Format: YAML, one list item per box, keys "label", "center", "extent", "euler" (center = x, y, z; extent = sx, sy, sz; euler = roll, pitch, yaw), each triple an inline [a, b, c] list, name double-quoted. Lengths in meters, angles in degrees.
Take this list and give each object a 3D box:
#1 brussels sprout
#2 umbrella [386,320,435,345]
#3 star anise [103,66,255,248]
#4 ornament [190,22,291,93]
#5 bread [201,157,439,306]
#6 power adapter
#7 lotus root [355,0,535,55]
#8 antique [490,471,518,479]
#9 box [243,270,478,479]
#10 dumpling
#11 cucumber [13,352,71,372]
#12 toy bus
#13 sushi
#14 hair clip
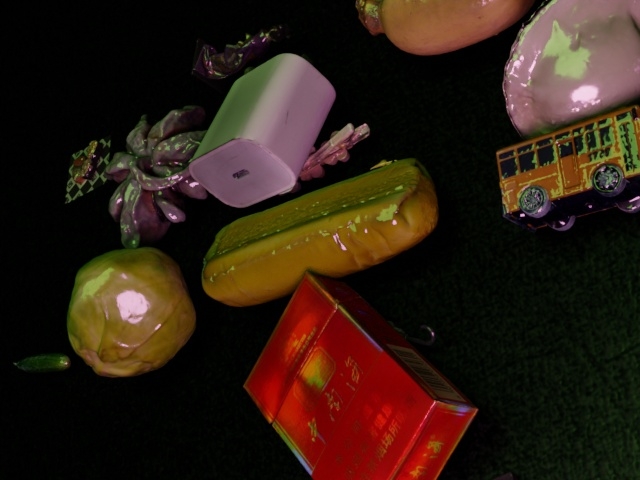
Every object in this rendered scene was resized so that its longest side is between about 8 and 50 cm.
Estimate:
- label: "brussels sprout"
  center: [-0.304, 0.113, 1.550]
  extent: [0.161, 0.223, 0.223]
  euler: [29, 88, 51]
- label: "umbrella"
  center: [0.056, 0.130, 1.358]
  extent: [0.269, 0.044, 0.044]
  euler: [1, 106, 48]
- label: "star anise"
  center: [-0.277, -0.146, 1.711]
  extent: [0.316, 0.139, 0.359]
  euler: [6, 72, 35]
- label: "ornament"
  center: [-0.125, -0.332, 1.725]
  extent: [0.203, 0.081, 0.088]
  euler: [-13, 61, 33]
- label: "bread"
  center: [0.000, 0.000, 1.412]
  extent: [0.384, 0.112, 0.166]
  euler: [-20, 27, 27]
- label: "power adapter"
  center: [-0.081, -0.196, 1.546]
  extent: [0.187, 0.124, 0.255]
  euler: [-18, 41, 48]
- label: "lotus root"
  center: [0.195, -0.351, 1.425]
  extent: [0.303, 0.130, 0.146]
  euler: [-7, 41, 37]
- label: "antique"
  center: [0.155, 0.330, 1.174]
  extent: [0.192, 0.015, 0.031]
  euler: [-32, 50, 24]
- label: "box"
  center: [0.038, 0.202, 1.256]
  extent: [0.313, 0.089, 0.197]
  euler: [43, 110, 49]
- label: "dumpling"
  center: [0.332, -0.235, 1.226]
  extent: [0.247, 0.172, 0.142]
  euler: [-37, 20, 14]
- label: "cucumber"
  center: [-0.505, 0.224, 1.777]
  extent: [0.155, 0.037, 0.037]
  euler: [-8, 63, 36]
- label: "toy bus"
  center: [0.326, -0.087, 1.189]
  extent: [0.201, 0.098, 0.114]
  euler: [-18, 67, 33]
- label: "sushi"
  center: [-0.479, -0.149, 1.961]
  extent: [0.126, 0.026, 0.120]
  euler: [-22, 56, 31]
- label: "hair clip"
  center: [-0.007, -0.127, 1.537]
  extent: [0.214, 0.056, 0.062]
  euler: [-33, 63, 34]
